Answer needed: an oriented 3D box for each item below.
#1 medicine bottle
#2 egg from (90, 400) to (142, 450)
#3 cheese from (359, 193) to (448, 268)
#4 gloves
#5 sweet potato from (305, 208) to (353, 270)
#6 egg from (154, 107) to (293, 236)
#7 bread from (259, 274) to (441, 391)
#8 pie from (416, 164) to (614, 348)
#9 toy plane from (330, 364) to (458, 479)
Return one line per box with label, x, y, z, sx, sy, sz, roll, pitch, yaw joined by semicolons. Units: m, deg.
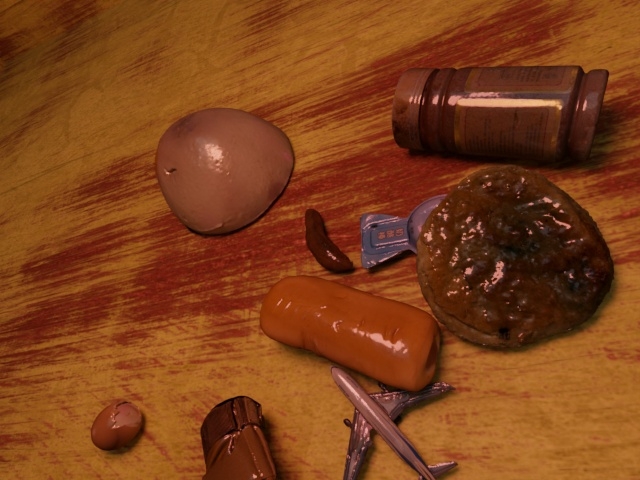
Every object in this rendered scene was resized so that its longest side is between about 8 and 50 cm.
medicine bottle;0.303;-0.226;0.718;0.322;0.151;0.151;14;69;31
egg;-0.387;0.353;0.766;0.096;0.080;0.080;-52;53;8
cheese;0.188;-0.018;0.718;0.244;0.052;0.135;-10;58;20
gloves;-0.091;0.393;0.563;0.154;0.141;0.331;-31;54;5
sweet potato;-0.002;-0.001;0.801;0.054;0.053;0.182;-62;41;33
egg;-0.243;-0.188;0.932;0.336;0.201;0.337;-11;61;20
bread;0.042;0.132;0.661;0.305;0.091;0.142;13;47;30
pie;0.276;0.021;0.607;0.276;0.078;0.277;-2;75;8
toy plane;0.090;0.269;0.597;0.226;0.058;0.226;-44;50;-6
